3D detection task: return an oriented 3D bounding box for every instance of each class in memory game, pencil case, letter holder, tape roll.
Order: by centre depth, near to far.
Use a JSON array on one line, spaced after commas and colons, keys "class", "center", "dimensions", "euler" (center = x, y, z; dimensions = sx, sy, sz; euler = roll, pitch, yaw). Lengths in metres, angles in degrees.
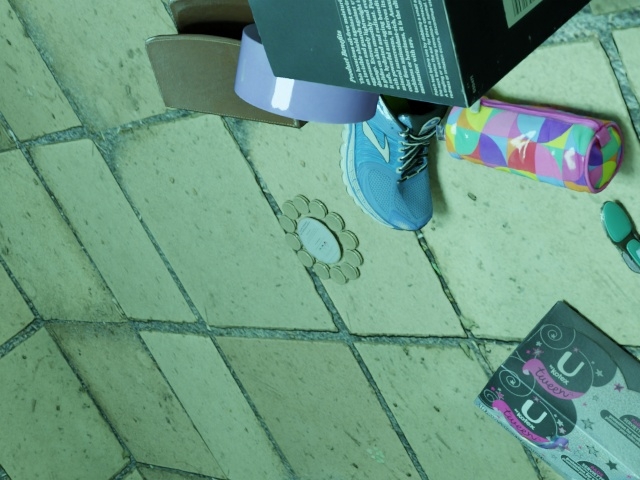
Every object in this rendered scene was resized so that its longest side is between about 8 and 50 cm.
[{"class": "tape roll", "center": [-0.013, -0.218, 1.507], "dimensions": [0.189, 0.189, 0.080], "euler": [26, 117, 32]}, {"class": "pencil case", "center": [0.268, -0.130, 1.508], "dimensions": [0.236, 0.104, 0.104], "euler": [19, 137, 36]}, {"class": "letter holder", "center": [-0.116, -0.308, 1.730], "dimensions": [0.302, 0.152, 0.214], "euler": [14, 132, 42]}, {"class": "memory game", "center": [0.000, 0.000, 2.039], "dimensions": [0.186, 0.012, 0.186], "euler": [31, 144, 26]}]

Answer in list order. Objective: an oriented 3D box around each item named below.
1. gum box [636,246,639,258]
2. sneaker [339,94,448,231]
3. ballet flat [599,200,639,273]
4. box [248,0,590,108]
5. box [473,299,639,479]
[{"class": "gum box", "center": [0.511, 0.053, 1.460], "dimensions": [0.157, 0.041, 0.184], "euler": [56, 147, -11]}, {"class": "sneaker", "center": [0.106, -0.149, 1.650], "dimensions": [0.147, 0.130, 0.330], "euler": [16, 135, 44]}, {"class": "ballet flat", "center": [0.398, -0.001, 1.543], "dimensions": [0.114, 0.041, 0.041], "euler": [54, 147, -7]}, {"class": "box", "center": [0.118, -0.309, 1.316], "dimensions": [0.294, 0.296, 0.182], "euler": [17, 136, 41]}, {"class": "box", "center": [0.378, 0.239, 1.697], "dimensions": [0.247, 0.163, 0.142], "euler": [39, 148, 14]}]
